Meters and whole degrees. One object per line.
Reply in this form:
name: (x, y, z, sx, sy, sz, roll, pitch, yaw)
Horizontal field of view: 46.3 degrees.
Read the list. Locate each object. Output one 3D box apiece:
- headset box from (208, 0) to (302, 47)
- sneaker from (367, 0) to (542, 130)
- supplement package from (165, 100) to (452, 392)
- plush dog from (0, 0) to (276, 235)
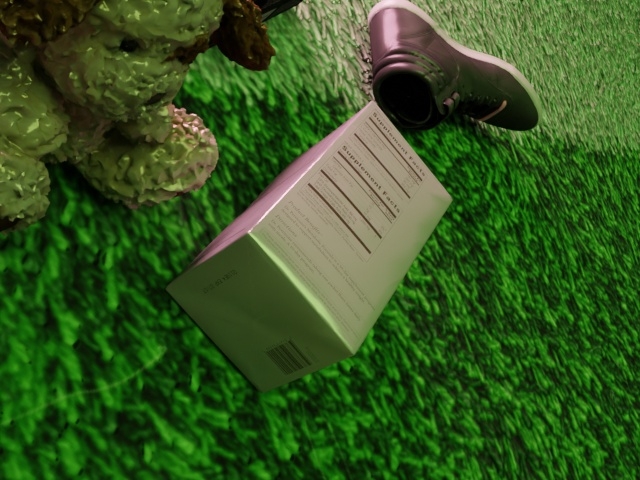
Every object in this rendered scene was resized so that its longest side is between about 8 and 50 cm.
headset box: (-0.134, -0.372, 0.794, 0.293, 0.110, 0.218, 55, 44, -7)
sneaker: (0.178, -0.187, 1.003, 0.296, 0.104, 0.147, 27, 55, -24)
supplement package: (0.000, 0.000, 0.707, 0.134, 0.139, 0.244, 50, 45, -10)
plush dog: (-0.163, -0.140, 0.542, 0.262, 0.225, 0.210, -16, 79, -57)
